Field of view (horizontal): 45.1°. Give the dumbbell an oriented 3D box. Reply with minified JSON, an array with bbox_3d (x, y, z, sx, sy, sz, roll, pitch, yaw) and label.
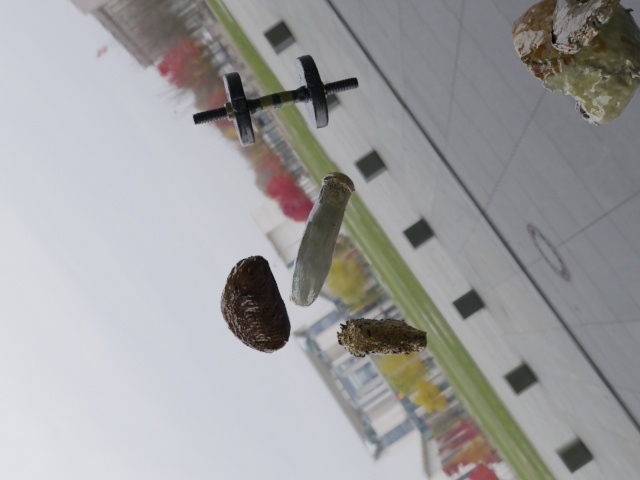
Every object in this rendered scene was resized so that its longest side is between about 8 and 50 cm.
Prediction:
[{"bbox_3d":[-0.085,-0.268,1.478,0.143,0.326,0.143,165,90,-85],"label":"dumbbell"}]

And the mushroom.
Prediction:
[{"bbox_3d":[0.000,0.000,1.923,0.095,0.351,0.123,19,-178,2],"label":"mushroom"}]

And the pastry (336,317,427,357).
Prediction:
[{"bbox_3d":[0.103,0.159,1.270,0.080,0.140,0.056,-140,51,-58],"label":"pastry"}]

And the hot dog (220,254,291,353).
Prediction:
[{"bbox_3d":[-0.139,0.140,1.691,0.160,0.099,0.226,-43,-61,-49],"label":"hot dog"}]

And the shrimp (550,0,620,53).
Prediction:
[{"bbox_3d":[0.358,-0.344,0.963,0.058,0.253,0.173,27,165,-8],"label":"shrimp"}]

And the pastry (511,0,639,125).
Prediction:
[{"bbox_3d":[0.483,-0.360,1.392,0.237,0.170,0.256,28,-130,-15],"label":"pastry"}]
